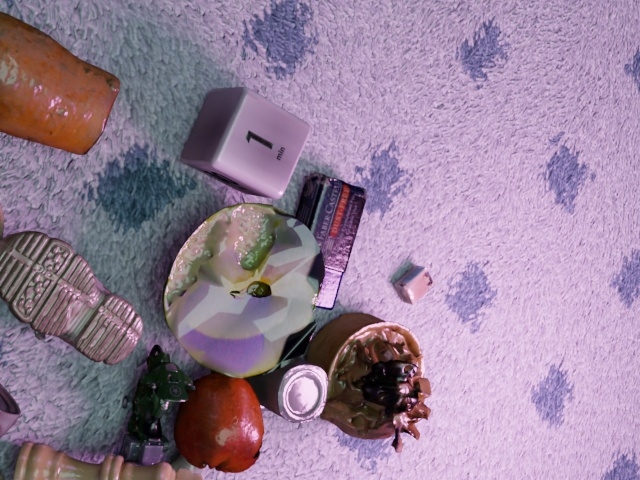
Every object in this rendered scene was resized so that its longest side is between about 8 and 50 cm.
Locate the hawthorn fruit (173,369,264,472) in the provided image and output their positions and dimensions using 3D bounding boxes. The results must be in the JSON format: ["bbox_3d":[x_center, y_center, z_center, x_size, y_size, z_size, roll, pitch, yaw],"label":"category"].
[{"bbox_3d":[-0.236,0.394,1.972,0.211,0.211,0.298,2,78,-32],"label":"hawthorn fruit"}]

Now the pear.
[{"bbox_3d":[-0.188,0.104,1.963,0.399,0.165,0.398,-2,96,-21],"label":"pear"}]

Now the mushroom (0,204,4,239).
[{"bbox_3d":[-0.734,-0.025,1.583,0.260,0.234,0.254,-50,116,-15],"label":"mushroom"}]

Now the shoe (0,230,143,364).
[{"bbox_3d":[-0.545,0.117,1.739,0.172,0.198,0.351,-50,122,-18],"label":"shoe"}]

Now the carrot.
[{"bbox_3d":[-0.580,-0.306,1.643,0.341,0.224,0.224,25,84,-35],"label":"carrot"}]

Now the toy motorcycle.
[{"bbox_3d":[-0.372,0.383,1.897,0.125,0.187,0.274,10,94,-33],"label":"toy motorcycle"}]

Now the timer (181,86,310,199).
[{"bbox_3d":[-0.172,-0.223,1.926,0.195,0.192,0.194,26,83,-32],"label":"timer"}]

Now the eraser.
[{"bbox_3d":[0.000,0.000,2.120,0.155,0.102,0.332,17,88,-31],"label":"eraser"}]

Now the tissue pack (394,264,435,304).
[{"bbox_3d":[0.259,0.123,2.325,0.094,0.059,0.074,-41,118,-20],"label":"tissue pack"}]

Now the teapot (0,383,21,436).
[{"bbox_3d":[-0.806,0.356,1.625,0.315,0.233,0.312,41,80,0],"label":"teapot"}]

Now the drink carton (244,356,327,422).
[{"bbox_3d":[-0.085,0.348,2.075,0.191,0.190,0.185,10,87,-33],"label":"drink carton"}]

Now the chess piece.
[{"bbox_3d":[-0.448,0.516,1.815,0.397,0.117,0.117,9,93,-6],"label":"chess piece"}]

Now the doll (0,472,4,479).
[{"bbox_3d":[-0.751,0.615,1.732,0.278,0.149,0.175,-56,164,1],"label":"doll"}]

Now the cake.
[{"bbox_3d":[0.157,0.364,2.146,0.333,0.321,0.332,-7,103,-31],"label":"cake"}]

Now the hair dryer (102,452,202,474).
[{"bbox_3d":[-0.414,0.579,1.984,0.237,0.075,0.206,23,91,-25],"label":"hair dryer"}]
